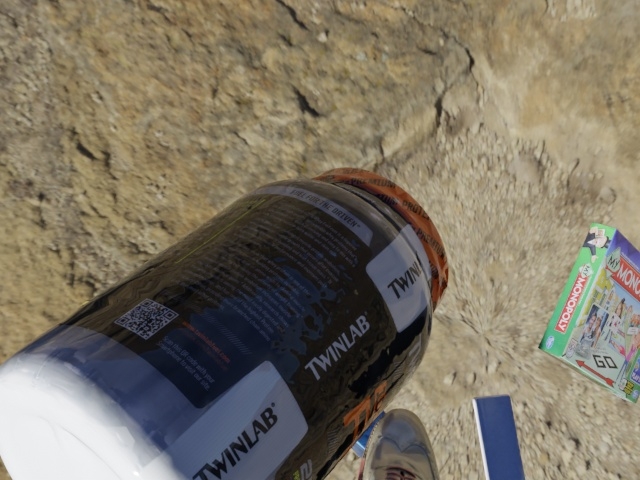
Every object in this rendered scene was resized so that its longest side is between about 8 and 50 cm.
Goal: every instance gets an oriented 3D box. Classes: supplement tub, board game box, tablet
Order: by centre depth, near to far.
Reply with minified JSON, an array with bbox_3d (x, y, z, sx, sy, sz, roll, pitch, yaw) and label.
[{"bbox_3d":[-0.052,0.086,0.616,0.207,0.338,0.207,23,132,28],"label":"supplement tub"},{"bbox_3d":[0.144,0.166,0.653,0.006,0.054,0.083,-21,71,41],"label":"tablet"},{"bbox_3d":[0.481,0.128,1.327,0.046,0.317,0.213,21,84,45],"label":"board game box"}]

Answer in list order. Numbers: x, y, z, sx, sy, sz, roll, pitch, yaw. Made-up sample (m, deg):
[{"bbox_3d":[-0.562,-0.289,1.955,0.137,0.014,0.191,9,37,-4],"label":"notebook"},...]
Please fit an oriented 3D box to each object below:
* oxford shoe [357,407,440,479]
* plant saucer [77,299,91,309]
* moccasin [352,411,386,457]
[{"bbox_3d":[0.130,0.398,1.228,0.141,0.146,0.397,6,40,-1],"label":"oxford shoe"},{"bbox_3d":[-0.432,0.291,1.845,0.333,0.081,0.332,-1,50,15],"label":"plant saucer"},{"bbox_3d":[0.024,0.329,1.610,0.138,0.117,0.342,-32,66,-22],"label":"moccasin"}]
